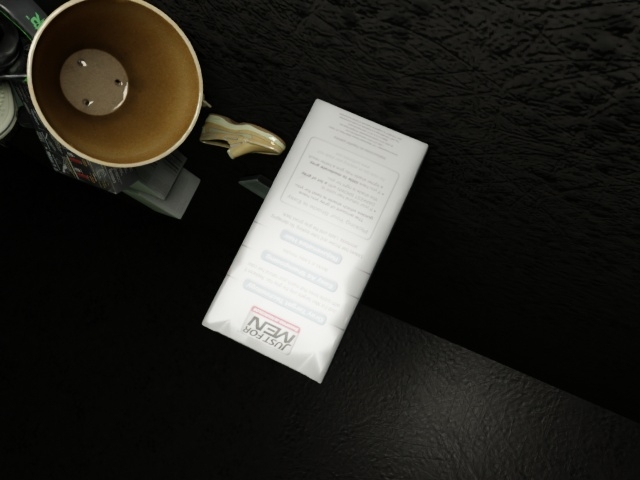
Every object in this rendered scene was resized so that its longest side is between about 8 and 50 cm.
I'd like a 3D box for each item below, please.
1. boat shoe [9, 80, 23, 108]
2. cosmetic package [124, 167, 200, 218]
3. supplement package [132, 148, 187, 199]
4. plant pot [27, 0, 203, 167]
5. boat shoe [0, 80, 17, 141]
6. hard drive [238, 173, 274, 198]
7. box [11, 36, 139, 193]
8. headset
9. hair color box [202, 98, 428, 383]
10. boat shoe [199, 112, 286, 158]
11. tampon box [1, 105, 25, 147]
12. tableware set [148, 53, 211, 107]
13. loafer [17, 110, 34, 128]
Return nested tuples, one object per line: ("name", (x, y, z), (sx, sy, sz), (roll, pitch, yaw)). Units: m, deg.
("boat shoe", (-0.780, -0.403, 1.364), (0.113, 0.105, 0.306), (37, 151, -26))
("cosmetic package", (-0.520, -0.184, 1.681), (0.151, 0.151, 0.183), (17, 166, 36))
("supplement package", (-0.539, -0.250, 1.438), (0.204, 0.145, 0.262), (20, 167, 25))
("plant pot", (-0.347, -0.254, 0.850), (0.237, 0.237, 0.254), (34, 176, -35))
("boat shoe", (-0.819, -0.320, 1.213), (0.500, 0.187, 0.156), (32, 151, 33))
("hard drive", (-0.152, -0.141, 1.400), (0.094, 0.022, 0.135), (31, 167, -27))
("box", (-0.548, -0.272, 1.156), (0.242, 0.076, 0.307), (18, 135, 30))
("headset", (-0.638, -0.371, 0.908), (0.394, 0.185, 0.243), (21, 156, 11))
("hair color box", (0.000, 0.000, 0.793), (0.185, 0.375, 0.113), (24, 169, 8))
("boat shoe", (-0.158, -0.192, 1.045), (0.190, 0.072, 0.068), (20, 167, 27))
("tampon box", (-1.132, -0.434, 1.860), (0.120, 0.161, 0.101), (28, 169, -7))
("tableware set", (-0.287, -0.296, 0.992), (0.141, 0.020, 0.168), (34, 166, -37))
("loafer", (-0.734, -0.346, 1.430), (0.061, 0.170, 0.062), (25, 130, 42))
